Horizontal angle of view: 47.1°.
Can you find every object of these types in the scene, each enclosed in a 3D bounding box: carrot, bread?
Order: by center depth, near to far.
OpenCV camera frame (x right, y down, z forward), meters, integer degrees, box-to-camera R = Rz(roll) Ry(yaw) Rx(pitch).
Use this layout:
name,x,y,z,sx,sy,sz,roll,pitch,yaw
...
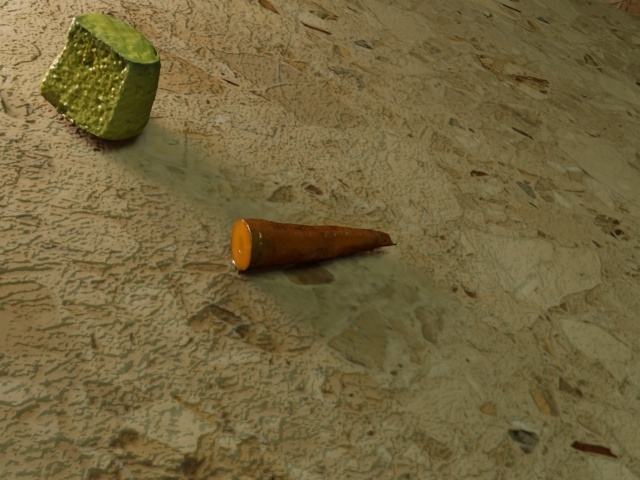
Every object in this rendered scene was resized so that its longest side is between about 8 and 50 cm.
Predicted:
name,x,y,z,sx,sy,sz,roll,pitch,yaw
carrot,0.000,0.000,0.851,0.224,0.057,0.057,-3,48,-38
bread,-0.248,-0.190,0.857,0.129,0.114,0.111,34,32,1
